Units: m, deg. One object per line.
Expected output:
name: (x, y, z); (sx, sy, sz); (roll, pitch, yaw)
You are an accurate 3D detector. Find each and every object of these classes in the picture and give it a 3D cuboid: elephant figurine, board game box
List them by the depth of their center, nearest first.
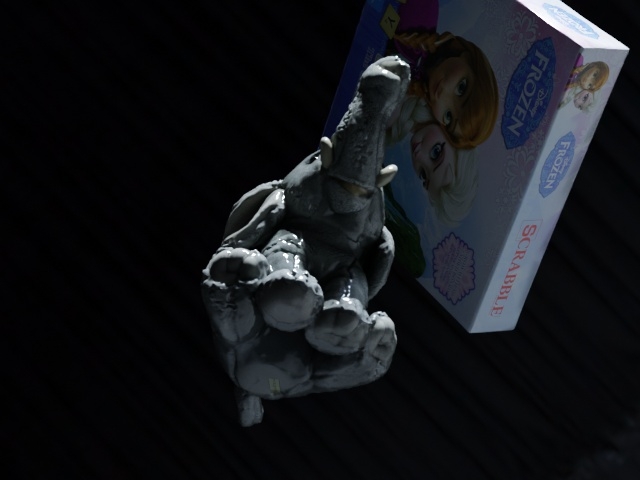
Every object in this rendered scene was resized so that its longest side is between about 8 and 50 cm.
elephant figurine: (0.000, 0.000, 1.255); (0.186, 0.169, 0.239); (-10, 46, 26)
board game box: (0.135, -0.125, 1.576); (0.066, 0.318, 0.319); (-3, -57, -35)
